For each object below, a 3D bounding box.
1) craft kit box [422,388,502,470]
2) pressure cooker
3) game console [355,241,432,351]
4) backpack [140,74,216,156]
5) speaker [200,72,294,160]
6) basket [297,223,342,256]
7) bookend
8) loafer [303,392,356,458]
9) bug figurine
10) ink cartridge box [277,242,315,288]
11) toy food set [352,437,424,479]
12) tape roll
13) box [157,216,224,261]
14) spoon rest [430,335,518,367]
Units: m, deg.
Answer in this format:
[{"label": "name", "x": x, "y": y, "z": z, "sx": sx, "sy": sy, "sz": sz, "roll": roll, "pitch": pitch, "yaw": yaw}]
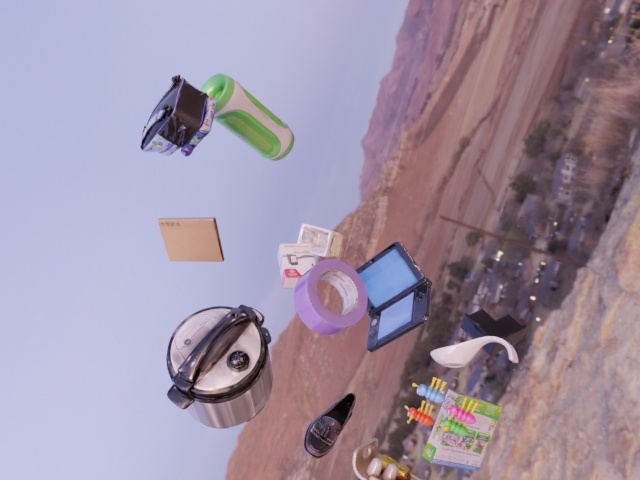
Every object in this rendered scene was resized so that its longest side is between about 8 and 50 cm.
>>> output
[{"label": "craft kit box", "x": 0.498, "y": 0.663, "z": 1.900, "sx": 0.061, "sy": 0.249, "sz": 0.247, "roll": 25, "pitch": 91, "yaw": 59}, {"label": "pressure cooker", "x": -0.358, "y": 0.444, "z": 1.989, "sx": 0.420, "sy": 0.375, "sz": 0.370, "roll": 90, "pitch": 172, "yaw": -53}, {"label": "game console", "x": 0.216, "y": 0.195, "z": 1.851, "sx": 0.293, "sy": 0.173, "sz": 0.250, "roll": -40, "pitch": 23, "yaw": 39}, {"label": "backpack", "x": -0.337, "y": -0.266, "z": 1.267, "sx": 0.173, "sy": 0.116, "sz": 0.158, "roll": -39, "pitch": 36, "yaw": 34}, {"label": "speaker", "x": -0.202, "y": -0.341, "z": 1.545, "sx": 0.296, "sy": 0.131, "sz": 0.131, "roll": 33, "pitch": -111, "yaw": -48}, {"label": "basket", "x": 0.000, "y": 0.000, "z": 2.327, "sx": 0.103, "sy": 0.167, "sz": 0.113, "roll": 6, "pitch": -81, "yaw": -52}, {"label": "bookend", "x": 0.607, "y": 0.305, "z": 1.926, "sx": 0.156, "sy": 0.157, "sz": 0.072, "roll": -20, "pitch": -45, "yaw": -27}, {"label": "loafer", "x": 0.038, "y": 0.626, "z": 1.891, "sx": 0.302, "sy": 0.109, "sz": 0.095, "roll": -33, "pitch": -27, "yaw": -59}, {"label": "bug figurine", "x": 0.378, "y": 0.540, "z": 1.725, "sx": 0.279, "sy": 0.216, "sz": 0.072, "roll": 91, "pitch": -156, "yaw": -51}, {"label": "ink cartridge box", "x": -0.076, "y": 0.081, "z": 1.790, "sx": 0.063, "sy": 0.109, "sz": 0.151, "roll": 104, "pitch": 160, "yaw": -44}, {"label": "toy food set", "x": 0.249, "y": 0.625, "z": 1.449, "sx": 0.092, "sy": 0.306, "sz": 0.219, "roll": -66, "pitch": -23, "yaw": -1}, {"label": "tape roll", "x": 0.027, "y": 0.152, "z": 1.466, "sx": 0.080, "sy": 0.189, "sz": 0.189, "roll": -42, "pitch": 24, "yaw": 50}, {"label": "box", "x": -0.432, "y": -0.001, "z": 1.830, "sx": 0.021, "sy": 0.201, "sz": 0.165, "roll": -70, "pitch": -23, "yaw": -57}, {"label": "spoon rest", "x": 0.486, "y": 0.356, "z": 1.748, "sx": 0.137, "sy": 0.276, "sz": 0.084, "roll": 32, "pitch": -125, "yaw": -46}]
